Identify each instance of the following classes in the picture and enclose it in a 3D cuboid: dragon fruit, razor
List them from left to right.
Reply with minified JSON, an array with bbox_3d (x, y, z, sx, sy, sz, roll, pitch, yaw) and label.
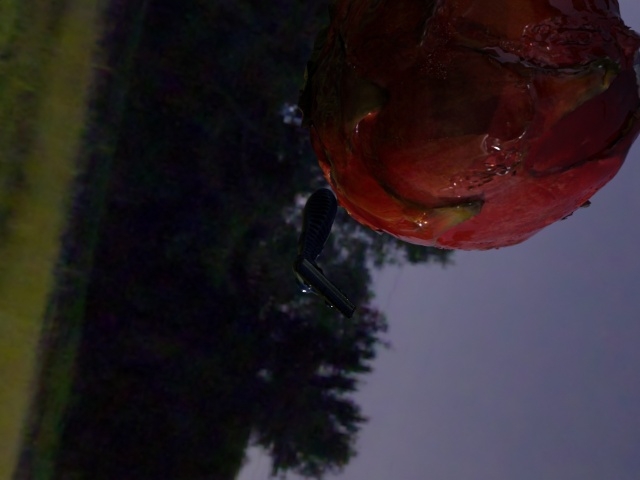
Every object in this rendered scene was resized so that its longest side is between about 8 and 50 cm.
[{"bbox_3d":[-0.003,0.003,0.607,0.028,0.044,0.154,-42,-163,17],"label":"razor"},{"bbox_3d":[0.139,-0.136,0.903,0.295,0.301,0.296,54,23,-36],"label":"dragon fruit"}]
